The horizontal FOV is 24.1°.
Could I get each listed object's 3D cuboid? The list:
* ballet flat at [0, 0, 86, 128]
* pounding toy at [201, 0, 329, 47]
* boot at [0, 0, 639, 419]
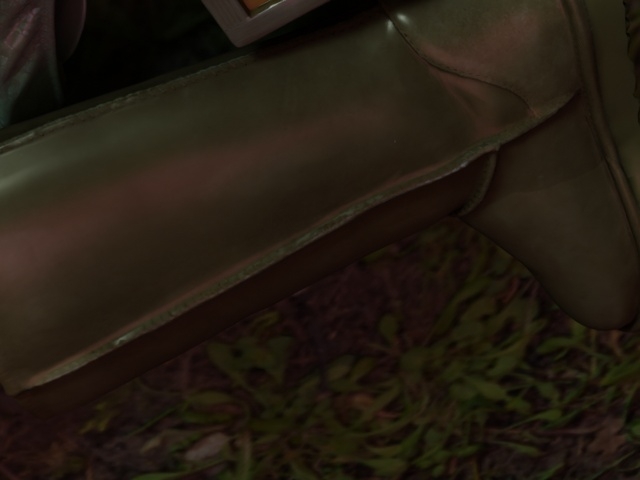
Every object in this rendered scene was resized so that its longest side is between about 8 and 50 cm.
[{"bbox_3d":[-0.107,-0.105,0.529,0.052,0.057,0.168,-22,149,-30],"label":"ballet flat"},{"bbox_3d":[-0.024,-0.138,0.475,0.130,0.100,0.141,-27,137,10],"label":"pounding toy"},{"bbox_3d":[0.000,0.000,0.614,0.270,0.089,0.236,-27,129,-5],"label":"boot"}]
